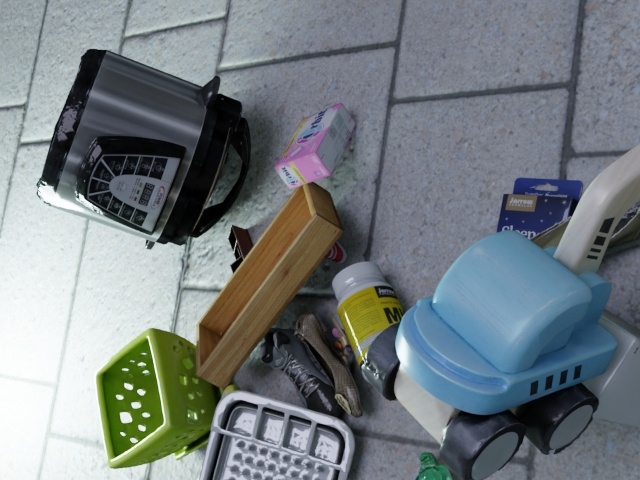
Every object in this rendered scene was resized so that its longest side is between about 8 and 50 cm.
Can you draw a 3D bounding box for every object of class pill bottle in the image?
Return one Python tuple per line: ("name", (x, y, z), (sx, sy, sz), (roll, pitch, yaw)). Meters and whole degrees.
("pill bottle", (0.101, 0.151, 1.795), (0.119, 0.119, 0.209), (-38, 57, 25))

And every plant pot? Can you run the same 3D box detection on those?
("plant pot", (-0.320, 0.338, 2.024), (0.228, 0.207, 0.227), (-36, 57, 33))

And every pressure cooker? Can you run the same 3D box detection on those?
("pressure cooker", (-0.366, -0.192, 2.099), (0.370, 0.420, 0.376), (153, 135, -68))

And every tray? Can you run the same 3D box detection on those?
("tray", (-0.111, 0.084, 1.945), (0.411, 0.076, 0.203), (-54, 20, 16))

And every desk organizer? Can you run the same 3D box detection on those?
("desk organizer", (-0.173, 0.032, 2.103), (0.047, 0.050, 0.130), (-39, 56, 25))

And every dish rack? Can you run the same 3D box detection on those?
("dish rack", (-0.092, 0.475, 1.844), (0.285, 0.072, 0.333), (13, 86, 15))

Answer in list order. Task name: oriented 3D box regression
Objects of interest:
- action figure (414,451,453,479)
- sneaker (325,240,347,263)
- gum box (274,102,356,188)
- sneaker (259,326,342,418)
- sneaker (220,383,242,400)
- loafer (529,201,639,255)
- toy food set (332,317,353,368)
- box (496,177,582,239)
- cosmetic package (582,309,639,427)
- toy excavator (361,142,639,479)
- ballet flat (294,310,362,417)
("action figure", (0.214, 0.474, 1.645), (0.137, 0.063, 0.232), (-30, 64, 32))
("sneaker", (0.000, 0.000, 1.957), (0.042, 0.067, 0.118), (-56, 50, 13))
("gum box", (-0.007, -0.198, 1.970), (0.107, 0.062, 0.188), (-17, 33, 35))
("sneaker", (-0.055, 0.261, 1.884), (0.086, 0.132, 0.229), (-48, 52, 19))
("sneaker", (-0.128, 0.373, 1.957), (0.094, 0.081, 0.209), (-40, 62, 17))
("loafer", (0.420, -0.010, 1.557), (0.251, 0.087, 0.094), (-27, 53, 11))
("toy food set", (0.044, 0.207, 1.858), (0.078, 0.019, 0.122), (-124, 24, -43))
("box", (0.370, -0.003, 1.673), (0.136, 0.036, 0.225), (6, 80, 41))
("cosmetic package", (0.400, 0.166, 1.472), (0.224, 0.224, 0.138), (34, 99, 41))
("toy excavator", (0.314, 0.050, 1.259), (0.222, 0.432, 0.445), (45, 134, 38))
("ballet flat", (0.012, 0.240, 1.850), (0.084, 0.058, 0.250), (94, 153, -51))
